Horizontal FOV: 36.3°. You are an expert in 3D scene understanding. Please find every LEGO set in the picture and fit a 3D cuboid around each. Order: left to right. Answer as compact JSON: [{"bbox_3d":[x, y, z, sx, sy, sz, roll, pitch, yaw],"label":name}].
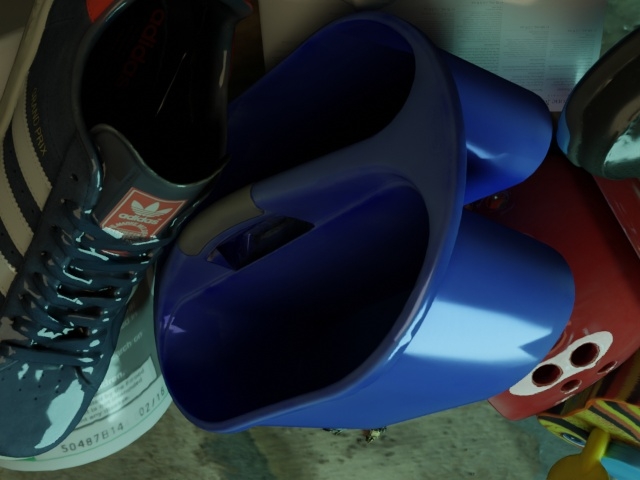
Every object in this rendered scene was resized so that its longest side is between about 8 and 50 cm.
[{"bbox_3d":[0.028,0.184,0.987,0.083,0.023,0.054,19,126,-9],"label":"LEGO set"}]

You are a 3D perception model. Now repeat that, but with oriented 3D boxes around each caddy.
[{"bbox_3d":[0.000,0.000,0.650,0.179,0.241,0.341,12,154,-34],"label":"caddy"}]

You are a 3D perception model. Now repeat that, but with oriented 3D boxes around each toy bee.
[{"bbox_3d":[0.248,0.162,0.871,0.162,0.195,0.298,24,140,17],"label":"toy bee"}]

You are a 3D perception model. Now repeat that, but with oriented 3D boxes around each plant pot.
[{"bbox_3d":[0.181,0.018,0.756,0.174,0.191,0.191,-31,119,15],"label":"plant pot"}]

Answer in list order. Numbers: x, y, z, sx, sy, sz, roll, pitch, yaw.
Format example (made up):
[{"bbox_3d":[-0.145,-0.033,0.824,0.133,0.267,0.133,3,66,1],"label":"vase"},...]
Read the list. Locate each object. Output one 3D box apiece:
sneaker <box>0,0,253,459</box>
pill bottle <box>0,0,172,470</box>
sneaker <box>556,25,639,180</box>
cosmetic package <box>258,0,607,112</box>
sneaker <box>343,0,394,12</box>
[{"bbox_3d":[-0.134,-0.013,0.583,0.131,0.148,0.349,7,103,-42],"label":"sneaker"},{"bbox_3d":[-0.234,-0.012,0.753,0.204,0.204,0.361,-1,127,6],"label":"pill bottle"},{"bbox_3d":[0.319,-0.080,0.589,0.341,0.139,0.125,-11,150,1],"label":"sneaker"},{"bbox_3d":[0.079,-0.148,0.712,0.239,0.060,0.098,1,127,5],"label":"cosmetic package"},{"bbox_3d":[-0.105,-0.269,0.584,0.210,0.137,0.365,-26,115,15],"label":"sneaker"}]
